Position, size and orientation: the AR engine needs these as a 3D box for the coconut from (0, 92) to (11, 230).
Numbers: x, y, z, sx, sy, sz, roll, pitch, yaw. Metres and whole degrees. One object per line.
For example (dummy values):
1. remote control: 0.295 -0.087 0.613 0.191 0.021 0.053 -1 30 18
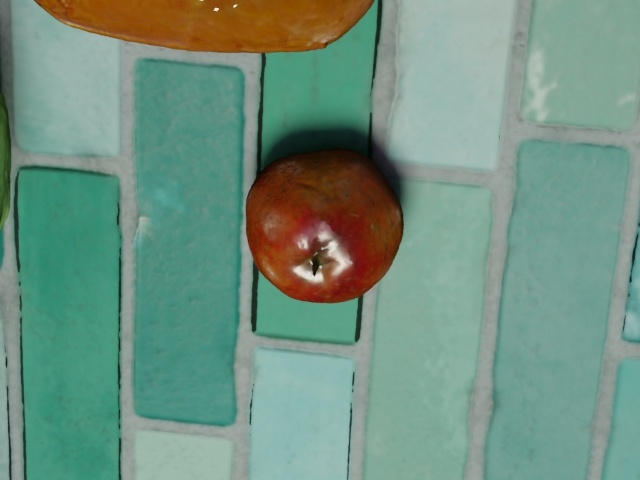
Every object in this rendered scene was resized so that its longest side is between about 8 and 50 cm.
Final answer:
1. coconut: -0.394 -0.043 1.148 0.328 0.281 0.328 1 98 5

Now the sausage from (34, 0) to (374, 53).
1. sausage: -0.081 -0.210 1.103 0.268 0.153 0.141 6 114 4

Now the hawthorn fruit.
1. hawthorn fruit: -0.001 -0.003 1.203 0.125 0.140 0.125 11 147 7
